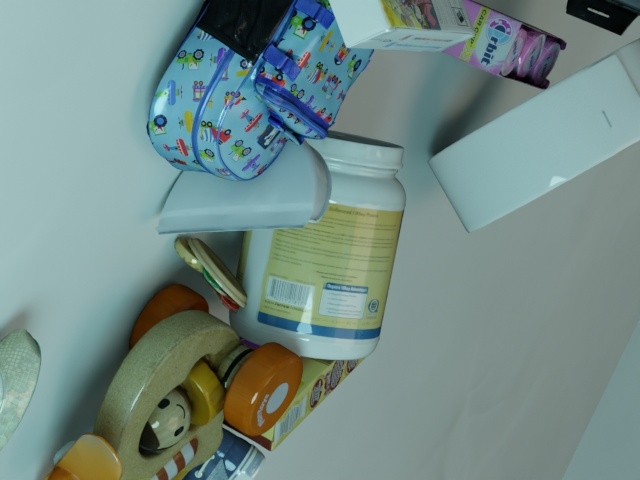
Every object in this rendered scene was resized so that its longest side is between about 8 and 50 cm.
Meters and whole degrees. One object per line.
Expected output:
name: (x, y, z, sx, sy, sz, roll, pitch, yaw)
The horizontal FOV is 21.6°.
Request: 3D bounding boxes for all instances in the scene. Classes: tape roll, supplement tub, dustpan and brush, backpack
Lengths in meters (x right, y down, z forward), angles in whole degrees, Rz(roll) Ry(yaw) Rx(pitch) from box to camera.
tape roll: (0.267, -0.119, 1.908, 0.286, 0.100, 0.286, -29, 179, -1)
supplement tub: (0.000, 0.000, 1.559, 0.144, 0.144, 0.200, -5, 108, -65)
dustpan and brush: (-0.047, -0.076, 1.458, 0.060, 0.147, 0.211, 62, 33, -48)
backpack: (-0.055, -0.124, 1.360, 0.173, 0.117, 0.158, -58, 157, -6)

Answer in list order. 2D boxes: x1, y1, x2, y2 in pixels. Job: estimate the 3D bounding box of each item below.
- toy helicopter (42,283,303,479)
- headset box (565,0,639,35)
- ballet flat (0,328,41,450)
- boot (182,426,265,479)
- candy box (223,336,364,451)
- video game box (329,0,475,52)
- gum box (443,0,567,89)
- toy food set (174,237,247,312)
toy helicopter: (-0.170, 0.222, 1.473, 0.235, 0.140, 0.355, -22, 138, -58)
headset box: (0.371, -0.378, 1.892, 0.110, 0.218, 0.293, 3, 113, -65)
ballet flat: (-0.266, 0.143, 1.271, 0.052, 0.057, 0.168, 23, 93, -59)
boot: (-0.134, 0.234, 1.667, 0.190, 0.086, 0.069, -45, -172, 42)
candy box: (-0.038, 0.121, 1.682, 0.186, 0.109, 0.053, -42, 149, -42)
video game box: (0.041, -0.253, 1.353, 0.048, 0.205, 0.187, -23, 174, 24)
gum box: (0.186, -0.216, 1.809, 0.188, 0.107, 0.062, 1, 114, -66)
toy food set: (-0.095, 0.031, 1.498, 0.020, 0.082, 0.083, -40, 164, 2)
